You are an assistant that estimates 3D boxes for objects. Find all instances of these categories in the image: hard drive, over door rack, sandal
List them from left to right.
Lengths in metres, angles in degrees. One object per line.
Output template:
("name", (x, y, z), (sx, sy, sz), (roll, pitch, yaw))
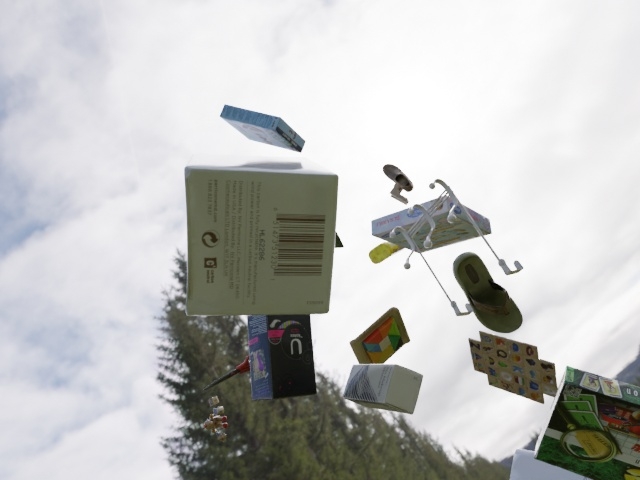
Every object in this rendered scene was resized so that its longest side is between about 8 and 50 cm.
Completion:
("over door rack", (0.342, 0.030, 1.422), (0.108, 0.324, 0.240), (-23, -22, -40))
("sandal", (0.487, 0.164, 1.533), (0.120, 0.086, 0.303), (-43, -72, -3))
("hard drive", (0.557, 0.606, 1.207), (0.040, 0.210, 0.318), (27, -22, -16))

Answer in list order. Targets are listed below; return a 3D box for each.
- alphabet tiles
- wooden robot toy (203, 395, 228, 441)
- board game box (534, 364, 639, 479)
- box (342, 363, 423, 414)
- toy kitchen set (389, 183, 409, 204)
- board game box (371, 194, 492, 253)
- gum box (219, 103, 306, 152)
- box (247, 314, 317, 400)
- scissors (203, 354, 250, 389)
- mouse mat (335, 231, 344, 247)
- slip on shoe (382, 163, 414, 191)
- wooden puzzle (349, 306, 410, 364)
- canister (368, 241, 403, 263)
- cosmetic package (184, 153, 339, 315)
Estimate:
("alphabet tiles", (0.728, 0.482, 2.012), (0.011, 0.342, 0.285), (-37, -58, -34))
("wooden robot toy", (-0.408, 0.691, 2.017), (0.076, 0.174, 0.079), (-17, -10, 41))
("board game box", (0.356, 0.212, 0.508), (0.030, 0.259, 0.136), (-55, -29, -44))
("box", (0.168, 0.411, 1.479), (0.094, 0.113, 0.275), (25, -22, -14))
("toy kitchen set", (0.312, -0.179, 1.964), (0.083, 0.075, 0.068), (-54, -26, -8))
("board game box", (0.405, -0.049, 1.930), (0.318, 0.066, 0.317), (-19, -25, 39))
("gum box", (-0.154, -0.301, 1.426), (0.157, 0.184, 0.041), (31, -100, -63))
("box", (-0.124, 0.360, 1.676), (0.165, 0.271, 0.143), (4, -17, -34))
("scissors", (-0.343, 0.524, 2.150), (0.296, 0.021, 0.109), (-15, -59, -10))
("mouse mat", (0.000, 0.000, 1.933), (0.152, 0.007, 0.190), (-2, -20, 12))
("slip on shoe", (0.262, -0.217, 1.794), (0.051, 0.135, 0.041), (-43, -22, 6))
("wooden puzzle", (0.244, 0.405, 2.092), (0.238, 0.044, 0.221), (-35, -54, -14))
("canister", (0.321, 0.041, 2.475), (0.169, 0.073, 0.126), (-21, -13, -47))
("cosmetic package", (-0.161, -0.033, 1.302), (0.327, 0.394, 0.330), (0, -77, -12))
